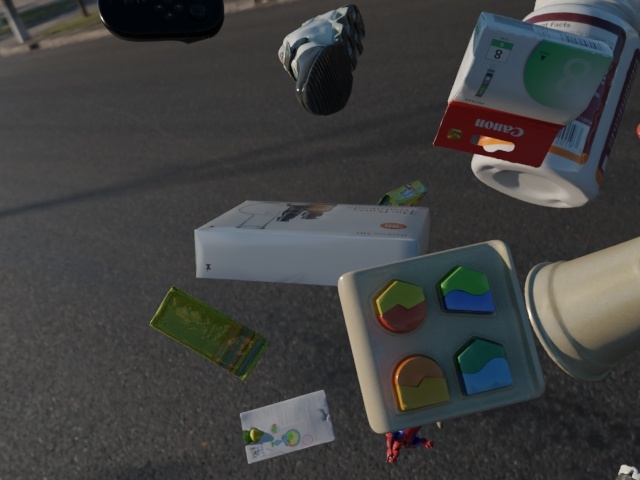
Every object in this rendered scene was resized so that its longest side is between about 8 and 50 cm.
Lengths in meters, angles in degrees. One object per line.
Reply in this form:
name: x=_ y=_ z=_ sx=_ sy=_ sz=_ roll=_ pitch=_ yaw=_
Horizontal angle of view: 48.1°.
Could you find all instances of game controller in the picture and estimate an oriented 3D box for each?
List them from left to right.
game controller: x=-0.233 y=-0.411 z=1.007 sx=0.167 sy=0.319 sz=0.067 roll=-2 pitch=-23 yaw=-21

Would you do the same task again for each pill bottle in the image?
pill bottle: x=0.433 y=-0.275 z=1.278 sx=0.224 sy=0.224 sz=0.392 roll=12 pitch=78 yaw=47

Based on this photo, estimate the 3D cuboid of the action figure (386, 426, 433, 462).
action figure: x=0.227 y=0.413 z=1.630 sx=0.092 sy=0.280 sz=0.139 roll=26 pitch=17 yaw=-7

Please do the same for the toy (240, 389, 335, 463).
toy: x=-0.085 y=0.494 z=1.890 sx=0.237 sy=0.056 sz=0.136 roll=-16 pitch=62 yaw=4

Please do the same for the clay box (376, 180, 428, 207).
clay box: x=0.209 y=-0.088 z=2.023 sx=0.053 sy=0.127 sz=0.222 roll=43 pitch=35 yaw=14

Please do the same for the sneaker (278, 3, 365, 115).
sneaker: x=-0.016 y=-0.330 z=1.352 sx=0.146 sy=0.122 sz=0.330 roll=-5 pitch=37 yaw=21

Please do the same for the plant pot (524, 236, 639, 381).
plant pot: x=0.736 y=0.144 z=1.773 sx=0.305 sy=0.334 sz=0.334 roll=-38 pitch=6 yaw=44

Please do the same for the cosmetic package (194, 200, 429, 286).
cosmetic package: x=0.000 y=0.000 z=1.304 sx=0.378 sy=0.097 sz=0.284 roll=3 pitch=16 yaw=11

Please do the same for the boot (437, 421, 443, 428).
boot: x=0.254 y=0.398 z=1.740 sx=0.087 sy=0.118 sz=0.042 roll=-2 pitch=3 yaw=11

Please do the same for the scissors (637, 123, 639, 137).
scissors: x=0.740 y=-0.146 z=1.403 sx=0.109 sy=0.021 sz=0.297 roll=-23 pitch=62 yaw=-13

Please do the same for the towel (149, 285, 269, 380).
towel: x=-0.233 y=0.196 z=1.509 sx=0.102 sy=0.237 sz=0.021 roll=-59 pitch=4 yaw=1

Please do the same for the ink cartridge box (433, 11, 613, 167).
ink cartridge box: x=0.280 y=-0.197 z=1.027 sx=0.181 sy=0.224 sz=0.056 roll=12 pitch=40 yaw=-4

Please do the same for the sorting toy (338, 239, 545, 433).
sorting toy: x=0.140 y=0.111 z=0.836 sx=0.208 sy=0.192 sz=0.038 roll=-13 pitch=-7 yaw=1

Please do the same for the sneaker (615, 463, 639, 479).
sneaker: x=0.664 y=0.533 z=1.395 sx=0.106 sy=0.078 sz=0.234 roll=-39 pitch=31 yaw=-19
